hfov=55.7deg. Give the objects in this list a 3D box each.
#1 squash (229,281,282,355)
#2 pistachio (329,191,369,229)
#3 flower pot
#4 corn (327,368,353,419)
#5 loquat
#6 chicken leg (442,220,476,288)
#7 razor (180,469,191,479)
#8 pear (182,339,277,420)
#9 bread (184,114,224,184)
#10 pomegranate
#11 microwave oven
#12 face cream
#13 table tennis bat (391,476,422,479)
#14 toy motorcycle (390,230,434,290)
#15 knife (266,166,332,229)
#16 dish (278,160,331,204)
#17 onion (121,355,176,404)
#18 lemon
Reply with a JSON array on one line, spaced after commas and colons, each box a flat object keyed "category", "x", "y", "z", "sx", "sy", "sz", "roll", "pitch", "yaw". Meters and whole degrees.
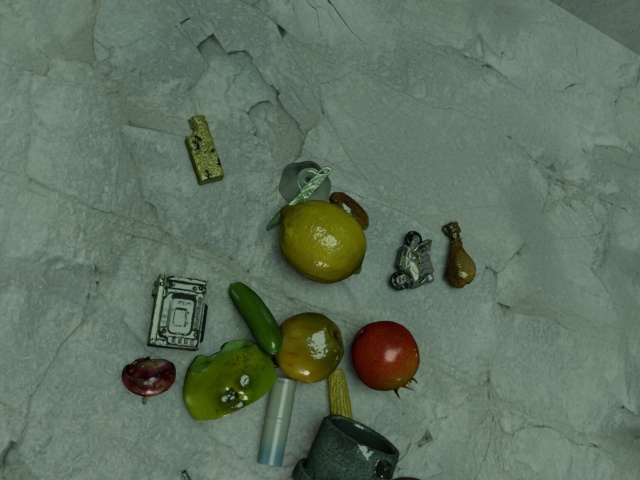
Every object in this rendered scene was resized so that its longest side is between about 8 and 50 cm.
[{"category": "squash", "x": -0.188, "y": 0.225, "z": 1.803, "sx": 0.082, "sy": 0.082, "sz": 0.292, "roll": -19, "pitch": 47, "yaw": -22}, {"category": "pistachio", "x": 0.101, "y": -0.101, "z": 2.064, "sx": 0.173, "sy": 0.049, "sz": 0.089, "roll": 40, "pitch": 68, "yaw": -5}, {"category": "flower pot", "x": 0.079, "y": 0.683, "z": 1.719, "sx": 0.299, "sy": 0.299, "sz": 0.282, "roll": 27, "pitch": 88, "yaw": -11}, {"category": "corn", "x": 0.062, "y": 0.502, "z": 1.888, "sx": 0.068, "sy": 0.067, "sz": 0.206, "roll": -3, "pitch": 75, "yaw": -20}, {"category": "loquat", "x": -0.053, "y": 0.329, "z": 1.830, "sx": 0.246, "sy": 0.213, "sz": 0.213, "roll": -28, "pitch": 85, "yaw": 20}, {"category": "chicken leg", "x": 0.485, "y": 0.048, "z": 2.142, "sx": 0.107, "sy": 0.087, "sz": 0.251, "roll": 4, "pitch": 68, "yaw": -29}, {"category": "razor", "x": -0.447, "y": 0.743, "z": 1.657, "sx": 0.232, "sy": 0.068, "sz": 0.106, "roll": -29, "pitch": 86, "yaw": -18}, {"category": "pear", "x": -0.258, "y": 0.387, "z": 1.714, "sx": 0.293, "sy": 0.292, "sz": 0.159, "roll": -25, "pitch": 95, "yaw": -23}, {"category": "bread", "x": -0.382, "y": -0.296, "z": 1.949, "sx": 0.088, "sy": 0.049, "sz": 0.226, "roll": -17, "pitch": 82, "yaw": -22}, {"category": "pomegranate", "x": 0.213, "y": 0.372, "z": 1.895, "sx": 0.221, "sy": 0.221, "sz": 0.256, "roll": -40, "pitch": 108, "yaw": -23}, {"category": "microwave oven", "x": -0.415, "y": 0.212, "z": 1.765, "sx": 0.163, "sy": 0.129, "sz": 0.204, "roll": 8, "pitch": 74, "yaw": -16}, {"category": "face cream", "x": -0.128, "y": 0.539, "z": 1.805, "sx": 0.077, "sy": 0.077, "sz": 0.250, "roll": 16, "pitch": 71, "yaw": -14}, {"category": "table tennis bat", "x": 0.216, "y": 0.875, "z": 1.854, "sx": 0.415, "sy": 0.051, "sz": 0.268, "roll": 1, "pitch": 73, "yaw": -21}, {"category": "toy motorcycle", "x": 0.332, "y": 0.085, "z": 2.083, "sx": 0.152, "sy": 0.073, "sz": 0.225, "roll": 26, "pitch": 71, "yaw": -12}, {"category": "knife", "x": -0.068, "y": -0.136, "z": 1.977, "sx": 0.043, "sy": 0.020, "sz": 0.293, "roll": 44, "pitch": 90, "yaw": -9}, {"category": "dish", "x": -0.042, "y": -0.192, "z": 2.030, "sx": 0.191, "sy": 0.066, "sz": 0.190, "roll": 5, "pitch": 75, "yaw": -17}, {"category": "onion", "x": -0.483, "y": 0.407, "z": 1.708, "sx": 0.150, "sy": 0.150, "sz": 0.140, "roll": -2, "pitch": 107, "yaw": -19}, {"category": "lemon", "x": 0.000, "y": 0.000, "z": 1.900, "sx": 0.320, "sy": 0.245, "sz": 0.245, "roll": 37, "pitch": 68, "yaw": 0}]
